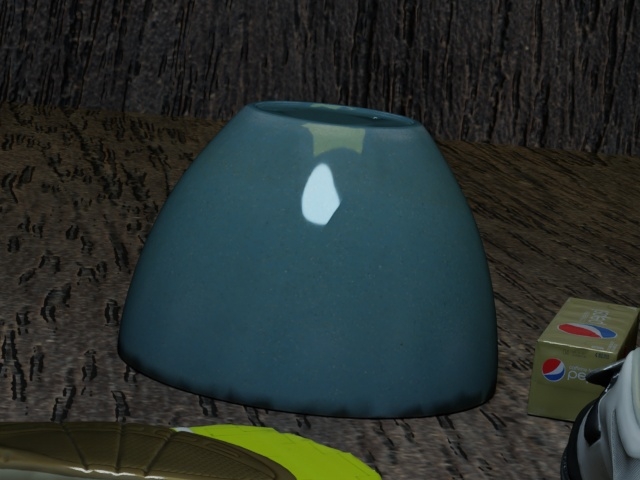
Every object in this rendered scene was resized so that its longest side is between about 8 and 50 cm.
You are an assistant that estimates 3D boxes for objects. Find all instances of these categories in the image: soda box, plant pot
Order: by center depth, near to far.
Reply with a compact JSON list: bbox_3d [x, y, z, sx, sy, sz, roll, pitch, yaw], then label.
[{"bbox_3d":[0.000,0.000,1.506,0.290,0.195,0.290,6,10,-1],"label":"plant pot"},{"bbox_3d":[0.203,0.090,1.520,0.061,0.058,0.181,9,11,13],"label":"soda box"}]

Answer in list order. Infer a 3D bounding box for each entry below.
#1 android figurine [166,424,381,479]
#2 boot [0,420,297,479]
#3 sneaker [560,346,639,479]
[{"bbox_3d":[-0.081,0.146,1.041,0.273,0.056,0.248,1,12,-27],"label":"android figurine"},{"bbox_3d":[-0.114,0.149,0.697,0.213,0.165,0.077,-1,5,-3],"label":"boot"},{"bbox_3d":[0.217,0.113,1.176,0.122,0.146,0.330,5,9,-2],"label":"sneaker"}]
